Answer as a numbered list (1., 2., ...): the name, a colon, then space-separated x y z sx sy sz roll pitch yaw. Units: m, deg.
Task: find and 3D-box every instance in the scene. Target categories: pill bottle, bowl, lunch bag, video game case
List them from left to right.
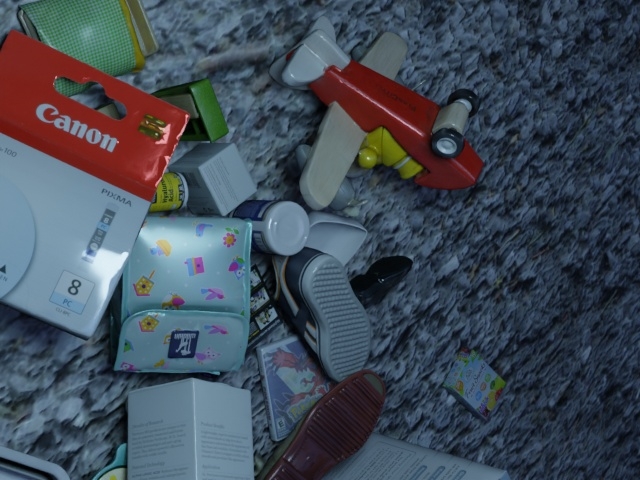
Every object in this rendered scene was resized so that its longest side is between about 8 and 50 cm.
1. pill bottle: -0.285 -0.078 1.725 0.116 0.065 0.065 -9 98 -38
2. lunch bag: -0.230 0.090 1.694 0.223 0.160 0.262 2 91 -20
3. pill bottle: -0.104 -0.024 1.807 0.094 0.169 0.094 -3 95 -39
4. video game case: -0.025 0.265 1.981 0.201 0.023 0.184 -16 103 -37
5. bowl: 0.000 0.000 1.935 0.142 0.053 0.142 10 131 -38

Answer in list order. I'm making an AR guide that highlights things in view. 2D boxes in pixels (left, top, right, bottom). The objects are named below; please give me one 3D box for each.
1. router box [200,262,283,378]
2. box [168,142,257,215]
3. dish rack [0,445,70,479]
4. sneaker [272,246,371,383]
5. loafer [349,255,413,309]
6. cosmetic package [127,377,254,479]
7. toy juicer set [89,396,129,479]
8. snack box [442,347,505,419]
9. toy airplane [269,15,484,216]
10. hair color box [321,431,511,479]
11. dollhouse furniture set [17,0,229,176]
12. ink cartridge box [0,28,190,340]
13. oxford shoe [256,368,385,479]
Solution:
1. router box: -0.163 0.141 1.847 0.179 0.046 0.133 -38 115 -31
2. box: -0.185 -0.106 1.780 0.087 0.101 0.102 -41 118 -30
3. dish rack: -0.549 0.460 1.537 0.285 0.072 0.333 30 74 -35
4. sneaker: 0.001 0.129 1.921 0.126 0.127 0.321 -42 136 -26
5. loafer: 0.119 0.084 2.073 0.170 0.062 0.061 -28 131 -31
6. cosmetic package: -0.213 0.335 1.701 0.151 0.151 0.184 25 56 -52
7. toy juicer set: -0.310 0.447 1.718 0.209 0.089 0.329 42 67 -32
8. snack box: 0.338 0.315 2.268 0.141 0.037 0.100 44 65 -31
9. toy airplane: 0.071 -0.223 1.912 0.386 0.272 0.384 -10 61 -30
10. hair color box: 0.171 0.485 1.925 0.185 0.374 0.114 -41 117 -30
11. dollhouse furniture set: -0.310 -0.266 1.637 0.197 0.151 0.302 -33 112 -33
12. ink cartridge box: -0.400 -0.088 1.526 0.308 0.091 0.385 25 81 -10
13. oxford shoe: -0.017 0.374 1.928 0.348 0.130 0.123 -45 103 -22
